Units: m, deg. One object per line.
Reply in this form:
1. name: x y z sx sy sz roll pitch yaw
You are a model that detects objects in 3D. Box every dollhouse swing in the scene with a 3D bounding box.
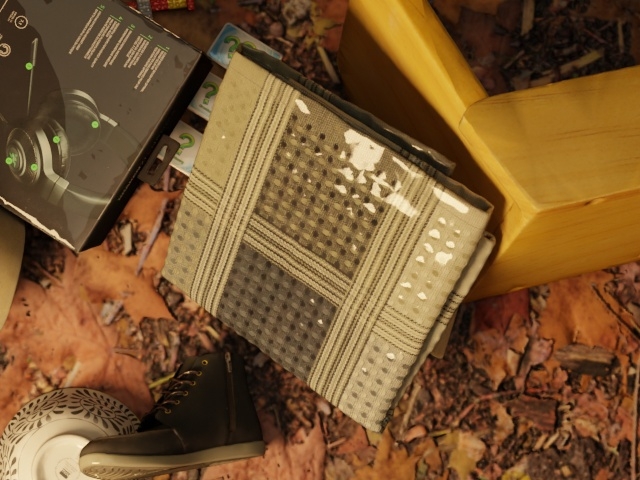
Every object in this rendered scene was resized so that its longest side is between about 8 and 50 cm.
1. dollhouse swing: 0.214 -0.133 1.314 0.315 0.347 0.305 -13 74 -8

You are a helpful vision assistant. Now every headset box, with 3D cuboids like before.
1. headset box: -0.281 -0.155 1.338 0.283 0.131 0.246 31 93 -1

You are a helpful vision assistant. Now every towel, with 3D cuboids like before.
1. towel: 0.000 0.000 1.289 0.312 0.324 0.056 35 39 15

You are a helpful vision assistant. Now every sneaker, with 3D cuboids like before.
1. sneaker: -0.162 0.182 1.331 0.222 0.083 0.118 1 71 -44

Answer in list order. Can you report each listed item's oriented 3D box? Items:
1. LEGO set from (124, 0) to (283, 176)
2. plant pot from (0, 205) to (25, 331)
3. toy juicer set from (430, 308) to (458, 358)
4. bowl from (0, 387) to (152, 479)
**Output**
1. LEGO set: -0.187 -0.206 1.416 0.244 0.060 0.182 33 77 -1
2. plant pot: -0.448 0.007 1.284 0.274 0.256 0.256 13 82 -22
3. toy juicer set: 0.063 -0.034 1.350 0.329 0.209 0.089 41 57 -2
4. bowl: -0.262 0.241 1.341 0.170 0.080 0.170 1 84 -7
